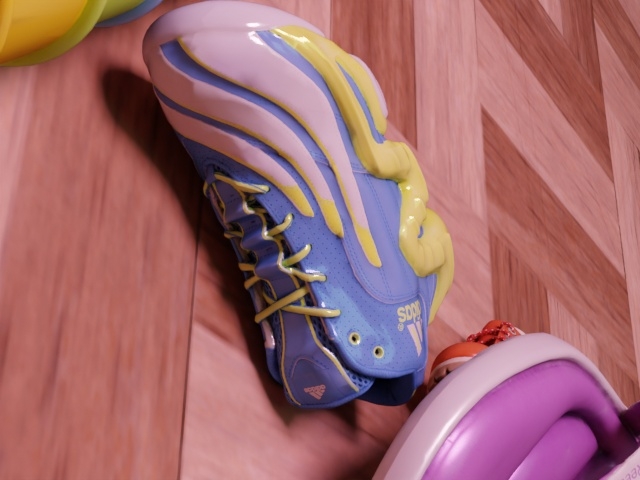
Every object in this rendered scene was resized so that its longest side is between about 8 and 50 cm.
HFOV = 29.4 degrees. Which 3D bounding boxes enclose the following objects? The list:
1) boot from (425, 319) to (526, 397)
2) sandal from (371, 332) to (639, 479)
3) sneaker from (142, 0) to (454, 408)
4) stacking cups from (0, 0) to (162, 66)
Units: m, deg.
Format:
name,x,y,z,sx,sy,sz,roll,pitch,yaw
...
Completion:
name,x,y,z,sx,sy,sz,roll,pitch,yaw
boot,0.100,0.081,0.743,0.158,0.059,0.084,45,35,-56
sandal,0.153,0.154,0.679,0.416,0.102,0.169,24,87,-57
sneaker,0.000,0.000,0.557,0.240,0.091,0.126,43,41,-46
stacking cups,-0.073,-0.127,0.490,0.316,0.096,0.096,-38,110,-62
